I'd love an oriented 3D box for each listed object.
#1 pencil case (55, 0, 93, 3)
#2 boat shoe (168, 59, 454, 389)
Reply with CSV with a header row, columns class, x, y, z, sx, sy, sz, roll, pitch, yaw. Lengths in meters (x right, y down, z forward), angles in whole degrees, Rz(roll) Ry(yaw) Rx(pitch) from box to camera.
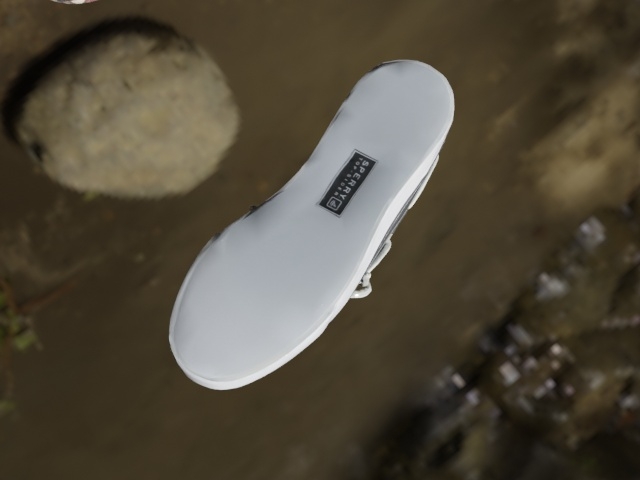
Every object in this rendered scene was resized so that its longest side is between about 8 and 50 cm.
class,x,y,z,sx,sy,sz,roll,pitch,yaw
pencil case,-0.276,-0.357,1.606,0.160,0.183,0.410,-57,159,-7
boat shoe,-0.003,-0.002,1.408,0.306,0.113,0.105,-57,165,-20
